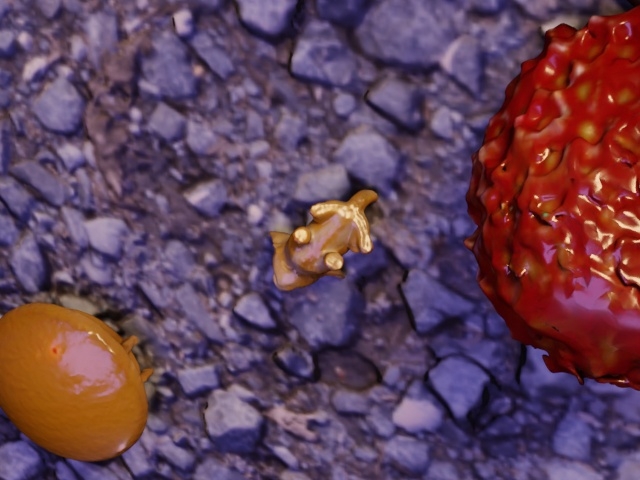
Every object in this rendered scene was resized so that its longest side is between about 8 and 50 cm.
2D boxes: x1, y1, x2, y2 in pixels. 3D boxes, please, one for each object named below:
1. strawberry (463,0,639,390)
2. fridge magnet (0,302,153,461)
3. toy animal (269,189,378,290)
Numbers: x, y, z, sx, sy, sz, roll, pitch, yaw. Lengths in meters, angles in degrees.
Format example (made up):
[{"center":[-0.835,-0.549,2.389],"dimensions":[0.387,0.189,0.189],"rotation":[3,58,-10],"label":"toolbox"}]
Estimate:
[{"center":[0.178,-0.006,0.780],"dimensions":[0.234,0.178,0.234],"rotation":[10,123,16],"label":"strawberry"},{"center":[-0.195,0.108,1.121],"dimensions":[0.143,0.063,0.143],"rotation":[13,124,20],"label":"fridge magnet"},{"center":[0.000,0.000,0.965],"dimensions":[0.060,0.081,0.083],"rotation":[36,165,-4],"label":"toy animal"}]
